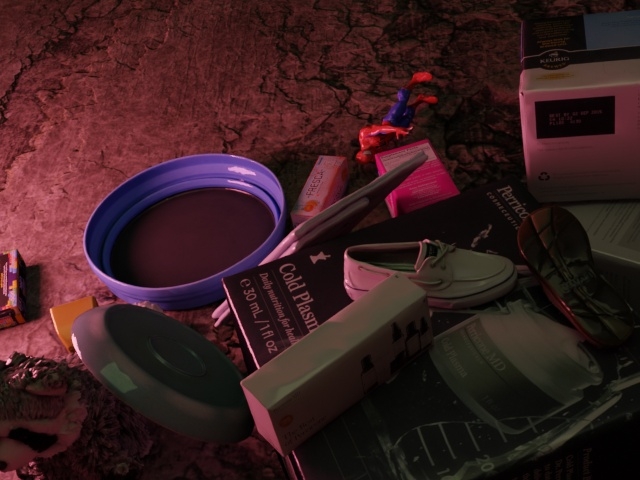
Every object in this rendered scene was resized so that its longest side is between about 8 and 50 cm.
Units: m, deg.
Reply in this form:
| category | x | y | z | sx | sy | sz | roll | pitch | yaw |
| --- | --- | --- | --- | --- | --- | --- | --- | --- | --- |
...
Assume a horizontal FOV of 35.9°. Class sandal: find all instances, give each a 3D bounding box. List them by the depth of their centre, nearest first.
| category | x | y | z | sx | sy | sz | roll | pitch | yaw |
| --- | --- | --- | --- | --- | --- | --- | --- | --- | --- |
| sandal | 0.318 | 0.050 | 1.242 | 0.090 | 0.060 | 0.219 | -24 | 56 | -8 |

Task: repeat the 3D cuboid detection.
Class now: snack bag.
| category | x | y | z | sx | sy | sz | roll | pitch | yaw |
| --- | --- | --- | --- | --- | --- | --- | --- | --- | --- |
| snack bag | 0.000 | 0.000 | 1.642 | 0.342 | 0.323 | 0.037 | -33 | 82 | -40 |

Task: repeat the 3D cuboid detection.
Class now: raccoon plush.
| category | x | y | z | sx | sy | sz | roll | pitch | yaw |
| --- | --- | --- | --- | --- | --- | --- | --- | --- | --- |
| raccoon plush | -0.394 | 0.183 | 1.525 | 0.216 | 0.299 | 0.446 | -8 | 41 | 7 |

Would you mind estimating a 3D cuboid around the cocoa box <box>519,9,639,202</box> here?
| category | x | y | z | sx | sy | sz | roll | pitch | yaw |
| --- | --- | --- | --- | --- | --- | --- | --- | --- | --- |
| cocoa box | 0.502 | -0.222 | 1.597 | 0.347 | 0.231 | 0.228 | -2 | 41 | 13 |

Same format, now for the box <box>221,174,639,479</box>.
| category | x | y | z | sx | sy | sz | roll | pitch | yaw |
| --- | --- | --- | --- | --- | --- | --- | --- | --- | --- |
| box | 0.169 | 0.214 | 1.353 | 0.472 | 0.297 | 0.480 | -19 | 41 | -10 |

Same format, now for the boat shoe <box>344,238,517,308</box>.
| category | x | y | z | sx | sy | sz | roll | pitch | yaw |
| --- | --- | --- | --- | --- | --- | --- | --- | --- | --- |
| boat shoe | 0.139 | 0.038 | 1.275 | 0.226 | 0.075 | 0.083 | -6 | 40 | 8 |

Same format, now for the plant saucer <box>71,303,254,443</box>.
| category | x | y | z | sx | sy | sz | roll | pitch | yaw |
| --- | --- | --- | --- | --- | --- | --- | --- | --- | --- |
| plant saucer | -0.225 | 0.188 | 1.498 | 0.043 | 0.318 | 0.317 | -57 | 44 | 11 |

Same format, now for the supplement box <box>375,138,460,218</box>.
| category | x | y | z | sx | sy | sz | roll | pitch | yaw |
| --- | --- | --- | --- | --- | --- | --- | --- | --- | --- |
| supplement box | 0.187 | -0.072 | 1.804 | 0.114 | 0.111 | 0.220 | -16 | 40 | -2 |

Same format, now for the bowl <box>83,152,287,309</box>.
| category | x | y | z | sx | sy | sz | roll | pitch | yaw |
| --- | --- | --- | --- | --- | --- | --- | --- | --- | --- |
| bowl | -0.250 | -0.019 | 1.887 | 0.391 | 0.077 | 0.391 | -8 | 41 | 7 |

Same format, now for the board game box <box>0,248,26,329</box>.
| category | x | y | z | sx | sy | sz | roll | pitch | yaw |
| --- | --- | --- | --- | --- | --- | --- | --- | --- | --- |
| board game box | -0.632 | 0.104 | 1.870 | 0.141 | 0.048 | 0.170 | -17 | 41 | -2 |

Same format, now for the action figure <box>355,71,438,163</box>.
| category | x | y | z | sx | sy | sz | roll | pitch | yaw |
| --- | --- | --- | --- | --- | --- | --- | --- | --- | --- |
| action figure | 0.179 | -0.236 | 2.005 | 0.139 | 0.091 | 0.280 | 12 | 46 | 39 |

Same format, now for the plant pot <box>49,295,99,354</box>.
| category | x | y | z | sx | sy | sz | roll | pitch | yaw |
| --- | --- | --- | --- | --- | --- | --- | --- | --- | --- |
| plant pot | -0.417 | 0.161 | 1.728 | 0.081 | 0.081 | 0.083 | -17 | 53 | -5 |

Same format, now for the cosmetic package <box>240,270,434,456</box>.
| category | x | y | z | sx | sy | sz | roll | pitch | yaw |
| --- | --- | --- | --- | --- | --- | --- | --- | --- | --- |
| cosmetic package | 0.026 | 0.144 | 1.168 | 0.239 | 0.099 | 0.060 | -34 | 45 | -20 |

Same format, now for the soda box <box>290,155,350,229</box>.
| category | x | y | z | sx | sy | sz | roll | pitch | yaw |
| --- | --- | --- | --- | --- | --- | --- | --- | --- | --- |
| soda box | 0.002 | -0.086 | 1.905 | 0.058 | 0.063 | 0.183 | 5 | 43 | 21 |

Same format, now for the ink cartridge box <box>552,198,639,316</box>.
| category | x | y | z | sx | sy | sz | roll | pitch | yaw |
| --- | --- | --- | --- | --- | --- | --- | --- | --- | --- |
| ink cartridge box | 0.544 | -0.023 | 1.639 | 0.272 | 0.130 | 0.309 | 20 | 51 | 33 |
